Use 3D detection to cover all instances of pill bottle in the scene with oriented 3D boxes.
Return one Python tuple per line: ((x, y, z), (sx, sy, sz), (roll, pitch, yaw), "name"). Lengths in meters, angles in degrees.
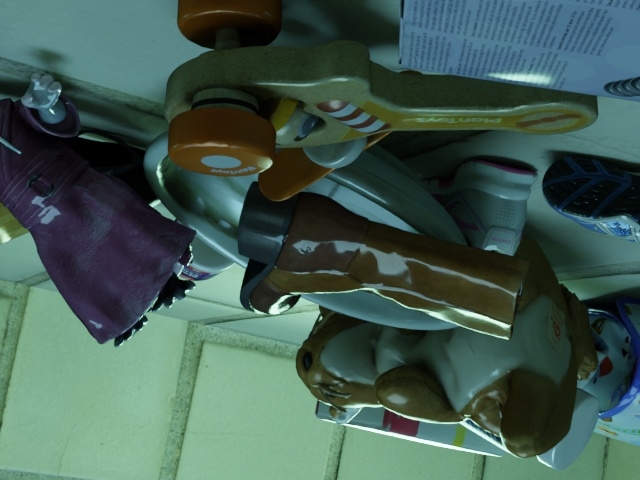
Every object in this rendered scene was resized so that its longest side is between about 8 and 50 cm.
((0.285, 0.236, 1.836), (0.265, 0.153, 0.153), (28, -178, 36), "pill bottle")
((-0.181, 0.005, 1.799), (0.108, 0.108, 0.193), (13, 168, -14), "pill bottle")

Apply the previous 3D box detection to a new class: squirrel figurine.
((0.170, 0.155, 1.669), (0.370, 0.281, 0.397), (-14, 175, 31), "squirrel figurine")

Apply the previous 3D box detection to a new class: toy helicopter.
((0.049, -0.106, 0.996), (0.355, 0.140, 0.235), (1, 165, 4), "toy helicopter")

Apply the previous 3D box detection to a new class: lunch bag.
((0.581, 0.230, 1.953), (0.328, 0.238, 0.385), (14, 176, -9), "lunch bag")

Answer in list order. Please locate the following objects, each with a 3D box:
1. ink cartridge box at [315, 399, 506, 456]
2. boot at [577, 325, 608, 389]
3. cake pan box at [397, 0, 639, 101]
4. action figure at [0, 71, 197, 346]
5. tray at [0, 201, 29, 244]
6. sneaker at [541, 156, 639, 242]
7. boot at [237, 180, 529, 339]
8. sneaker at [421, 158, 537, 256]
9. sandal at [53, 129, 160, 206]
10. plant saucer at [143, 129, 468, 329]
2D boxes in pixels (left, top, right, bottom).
((0.187, 0.212, 2.073), (0.160, 0.279, 0.385), (2, 166, 39), "ink cartridge box")
((0.348, 0.123, 1.903), (0.258, 0.123, 0.095), (45, -140, 20), "boot")
((0.174, -0.163, 0.751), (0.246, 0.070, 0.267), (7, 169, 5), "cake pan box")
((-0.291, -0.066, 1.339), (0.370, 0.248, 0.275), (46, -163, -7), "action figure")
((-0.512, -0.041, 1.560), (0.203, 0.076, 0.411), (7, -166, 11), "tray")
((0.333, -0.038, 1.245), (0.211, 0.080, 0.081), (19, 176, 4), "sneaker")
((0.063, 0.039, 1.209), (0.280, 0.096, 0.264), (15, 151, 5), "boot")
((0.165, -0.015, 1.386), (0.103, 0.111, 0.252), (12, 169, -8), "sneaker")
((-0.296, -0.099, 1.447), (0.255, 0.097, 0.054), (14, 142, -21), "sandal")
((0.005, -0.037, 1.307), (0.401, 0.100, 0.400), (22, 160, 8), "plant saucer")
